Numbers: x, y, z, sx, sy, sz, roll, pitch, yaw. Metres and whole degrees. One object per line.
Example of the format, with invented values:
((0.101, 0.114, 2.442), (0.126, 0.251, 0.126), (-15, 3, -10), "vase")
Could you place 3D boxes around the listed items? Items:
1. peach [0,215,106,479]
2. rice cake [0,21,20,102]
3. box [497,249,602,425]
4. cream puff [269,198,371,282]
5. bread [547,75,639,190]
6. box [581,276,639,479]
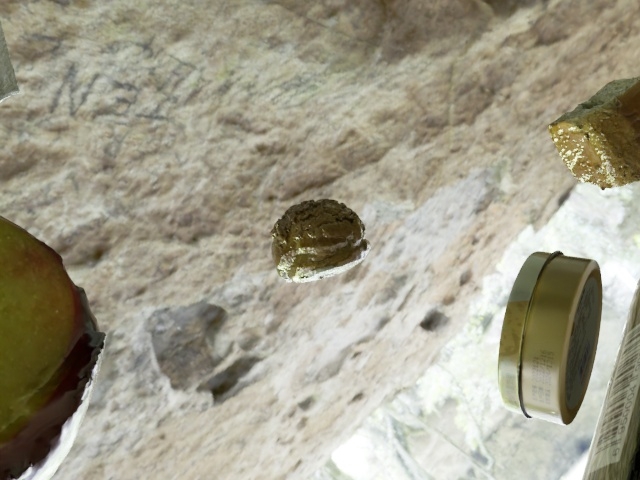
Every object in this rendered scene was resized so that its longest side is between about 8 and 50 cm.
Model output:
((-0.406, 0.129, 0.544), (0.310, 0.335, 0.406), (-37, -18, 22), "peach")
((-0.432, -0.287, 0.796), (0.057, 0.052, 0.256), (-47, -35, -48), "rice cake")
((0.144, 0.059, 0.395), (0.105, 0.037, 0.105), (-19, -67, -54), "box")
((-0.004, -0.002, 0.833), (0.126, 0.103, 0.144), (-18, -4, -3), "cream puff")
((0.252, -0.092, 0.549), (0.083, 0.070, 0.077), (-34, 15, -6), "bread")
((0.481, 0.237, 0.610), (0.373, 0.420, 0.138), (-60, -9, -26), "box")
